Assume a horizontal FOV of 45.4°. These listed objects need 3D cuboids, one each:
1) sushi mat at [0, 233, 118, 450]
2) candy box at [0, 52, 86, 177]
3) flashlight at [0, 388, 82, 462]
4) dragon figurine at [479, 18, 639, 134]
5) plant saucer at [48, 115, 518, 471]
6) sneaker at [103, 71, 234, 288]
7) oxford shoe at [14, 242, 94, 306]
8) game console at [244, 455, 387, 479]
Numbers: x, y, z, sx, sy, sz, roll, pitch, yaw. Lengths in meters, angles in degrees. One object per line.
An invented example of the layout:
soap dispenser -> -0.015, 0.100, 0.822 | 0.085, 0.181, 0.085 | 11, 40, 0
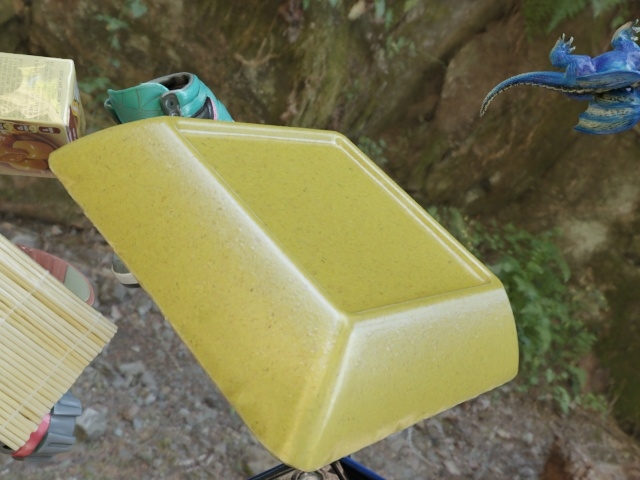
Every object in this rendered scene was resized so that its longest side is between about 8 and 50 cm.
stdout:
sushi mat -> -0.353, 0.040, 0.697 | 0.316, 0.019, 0.151 | 42, 64, -16
candy box -> -0.440, -0.147, 0.873 | 0.317, 0.087, 0.183 | 3, -15, -12
flashlight -> -0.419, 0.187, 0.854 | 0.304, 0.103, 0.103 | 25, 43, -50
dragon figurine -> 0.344, -0.188, 0.933 | 0.289, 0.085, 0.144 | -10, 41, 7
plant saucer -> 0.000, 0.000, 0.644 | 0.333, 0.081, 0.333 | 46, 29, 27
sneaker -> -0.203, -0.102, 0.937 | 0.178, 0.124, 0.295 | 60, 38, -40
oxford shoe -> -0.511, 0.058, 1.015 | 0.397, 0.146, 0.140 | 28, 24, -33
game console -> 0.050, 0.410, 0.935 | 0.293, 0.250, 0.173 | 62, 6, -23
